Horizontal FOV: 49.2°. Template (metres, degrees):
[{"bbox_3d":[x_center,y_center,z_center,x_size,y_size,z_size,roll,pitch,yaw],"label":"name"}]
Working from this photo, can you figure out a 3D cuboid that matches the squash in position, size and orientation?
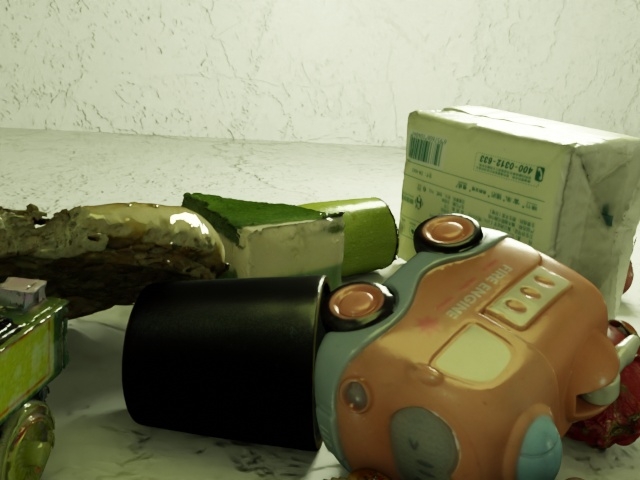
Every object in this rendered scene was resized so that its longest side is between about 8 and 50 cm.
[{"bbox_3d":[0.000,0.000,1.158,0.247,0.133,0.132,-6,20,-33],"label":"squash"}]

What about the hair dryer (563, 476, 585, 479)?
[{"bbox_3d":[0.192,0.211,0.469,0.063,0.037,0.114,-5,29,-38],"label":"hair dryer"}]

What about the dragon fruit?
[{"bbox_3d":[0.289,0.145,0.740,0.136,0.133,0.166,19,8,15],"label":"dragon fruit"}]

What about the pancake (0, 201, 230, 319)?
[{"bbox_3d":[-0.284,0.033,0.734,0.382,0.071,0.382,-10,-12,-2],"label":"pancake"}]

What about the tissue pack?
[{"bbox_3d":[0.306,-0.050,1.136,0.207,0.297,0.380,-7,21,-29],"label":"tissue pack"}]

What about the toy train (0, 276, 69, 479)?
[{"bbox_3d":[-0.290,0.135,0.501,0.134,0.177,0.261,8,17,6],"label":"toy train"}]

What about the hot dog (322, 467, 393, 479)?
[{"bbox_3d":[0.051,0.231,0.498,0.108,0.059,0.191,-9,23,-28],"label":"hot dog"}]

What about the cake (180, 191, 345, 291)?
[{"bbox_3d":[-0.130,0.024,0.983,0.283,0.158,0.172,12,19,27],"label":"cake"}]

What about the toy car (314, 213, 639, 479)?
[{"bbox_3d":[0.137,0.115,0.617,0.270,0.181,0.212,-34,39,-31],"label":"toy car"}]

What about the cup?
[{"bbox_3d":[-0.080,0.135,0.711,0.177,0.239,0.166,1,57,7],"label":"cup"}]

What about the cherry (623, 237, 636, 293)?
[{"bbox_3d":[0.477,0.053,1.201,0.126,0.087,0.106,-6,15,33],"label":"cherry"}]
